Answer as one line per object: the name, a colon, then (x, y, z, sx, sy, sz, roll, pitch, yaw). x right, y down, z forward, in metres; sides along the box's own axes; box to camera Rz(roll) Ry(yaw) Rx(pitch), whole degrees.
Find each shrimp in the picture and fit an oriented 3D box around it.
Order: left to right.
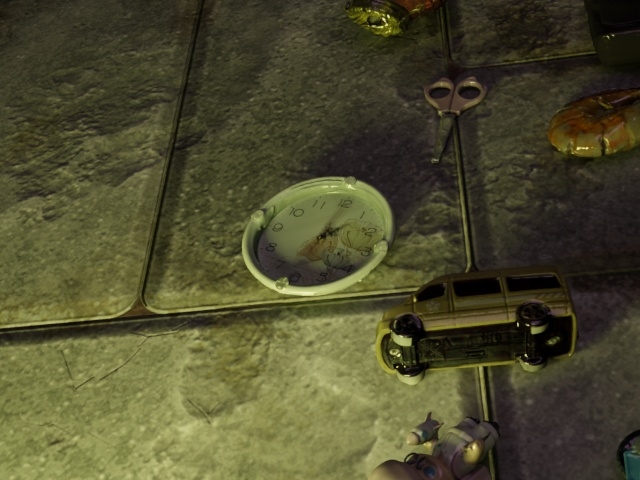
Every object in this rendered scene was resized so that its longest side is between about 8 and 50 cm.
shrimp: (0.503, -0.206, 1.446, 0.295, 0.062, 0.154, -13, 40, 3)

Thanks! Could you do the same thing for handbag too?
handbag: (0.588, -0.385, 1.586, 0.247, 0.080, 0.223, -4, 40, 13)

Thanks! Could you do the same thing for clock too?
clock: (0.000, 0.000, 1.378, 0.237, 0.053, 0.236, -9, 45, 9)

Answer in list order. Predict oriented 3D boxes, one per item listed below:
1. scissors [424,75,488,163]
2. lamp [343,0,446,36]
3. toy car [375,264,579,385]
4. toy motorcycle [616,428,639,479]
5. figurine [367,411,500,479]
scissors: (0.213, -0.206, 1.543, 0.110, 0.021, 0.212, 4, 48, 20)
lamp: (0.137, -0.500, 1.700, 0.247, 0.247, 0.247, -7, 47, 7)
toy car: (0.199, 0.104, 1.202, 0.257, 0.101, 0.124, -6, 42, 6)
toy motorcycle: (0.382, 0.305, 0.958, 0.182, 0.123, 0.272, 4, 49, 31)
figurine: (0.118, 0.283, 1.052, 0.229, 0.111, 0.137, -37, 22, -28)
